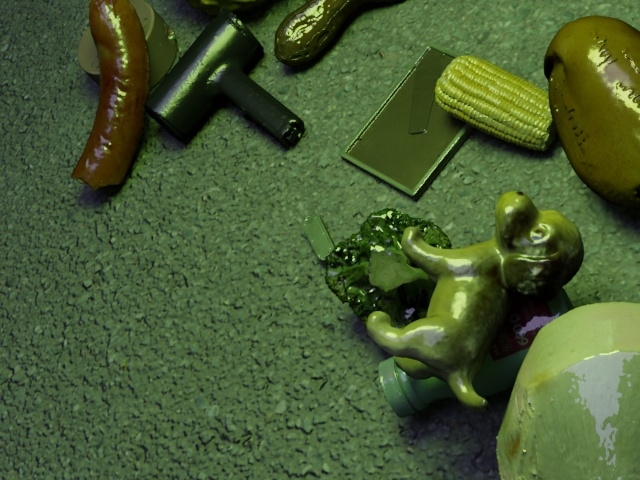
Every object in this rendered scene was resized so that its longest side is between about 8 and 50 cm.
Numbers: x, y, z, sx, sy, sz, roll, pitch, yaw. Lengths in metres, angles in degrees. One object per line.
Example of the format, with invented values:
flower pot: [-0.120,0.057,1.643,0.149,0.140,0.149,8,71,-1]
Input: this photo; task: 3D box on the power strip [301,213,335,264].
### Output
power strip: [0.000,0.000,1.396,0.027,0.017,0.083,-34,49,9]

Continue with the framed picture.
framed picture: [0.135,-0.160,1.419,0.150,0.015,0.203,32,81,40]

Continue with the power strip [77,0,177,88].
power strip: [-0.308,-0.309,1.738,0.154,0.078,0.154,-16,54,23]

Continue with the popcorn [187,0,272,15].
popcorn: [-0.149,-0.476,1.665,0.286,0.215,0.252,10,73,39]

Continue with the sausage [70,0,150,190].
sausage: [-0.309,-0.222,1.625,0.102,0.076,0.302,6,89,-6]

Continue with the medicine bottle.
medicine bottle: [0.172,0.123,1.166,0.216,0.090,0.090,-24,52,16]

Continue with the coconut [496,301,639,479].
coconut: [0.268,0.174,0.970,0.241,0.241,0.241,-15,55,22]

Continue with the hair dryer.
hair dryer: [-0.121,-0.207,1.564,0.251,0.089,0.197,37,83,34]

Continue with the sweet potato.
sweet potato: [0.026,-0.333,1.561,0.233,0.062,0.081,-33,88,6]

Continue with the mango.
mango: [0.333,-0.148,1.199,0.151,0.156,0.249,-23,49,15]

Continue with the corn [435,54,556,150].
corn: [0.221,-0.169,1.331,0.165,0.063,0.085,29,55,27]

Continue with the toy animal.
toy animal: [0.154,0.049,1.096,0.168,0.121,0.233,21,68,35]

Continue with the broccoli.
broccoli: [0.091,0.041,1.248,0.162,0.138,0.146,42,95,11]
